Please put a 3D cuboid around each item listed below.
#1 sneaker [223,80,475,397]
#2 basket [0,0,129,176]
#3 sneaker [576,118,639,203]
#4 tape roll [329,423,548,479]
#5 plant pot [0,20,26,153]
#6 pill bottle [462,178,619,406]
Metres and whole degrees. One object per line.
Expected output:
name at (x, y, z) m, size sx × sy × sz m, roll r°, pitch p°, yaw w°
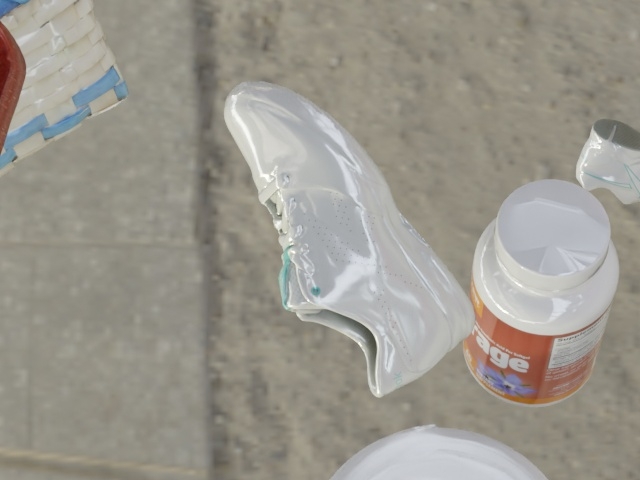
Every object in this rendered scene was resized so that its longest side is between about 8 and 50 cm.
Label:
sneaker at (0.000, 0.000, 1.162) m, size 0.212 × 0.094 × 0.080 m, roll 50°, pitch 158°, yaw -2°
basket at (-0.308, -0.192, 1.504) m, size 0.255 × 0.289 × 0.201 m, roll -31°, pitch 28°, yaw -11°
sneaker at (0.288, -0.061, 1.655) m, size 0.061 × 0.152 × 0.053 m, roll -63°, pitch 27°, yaw 30°
tape roll at (0.095, 0.299, 1.682) m, size 0.246 × 0.169 × 0.246 m, roll 2°, pitch 74°, yaw -6°
plant pot at (-0.270, -0.032, 0.520) m, size 0.236 × 0.267 × 0.267 m, roll -33°, pitch 24°, yaw 16°
pill bottle at (0.184, 0.043, 1.592) m, size 0.121 × 0.216 × 0.121 m, roll 0°, pitch 59°, yaw 0°
